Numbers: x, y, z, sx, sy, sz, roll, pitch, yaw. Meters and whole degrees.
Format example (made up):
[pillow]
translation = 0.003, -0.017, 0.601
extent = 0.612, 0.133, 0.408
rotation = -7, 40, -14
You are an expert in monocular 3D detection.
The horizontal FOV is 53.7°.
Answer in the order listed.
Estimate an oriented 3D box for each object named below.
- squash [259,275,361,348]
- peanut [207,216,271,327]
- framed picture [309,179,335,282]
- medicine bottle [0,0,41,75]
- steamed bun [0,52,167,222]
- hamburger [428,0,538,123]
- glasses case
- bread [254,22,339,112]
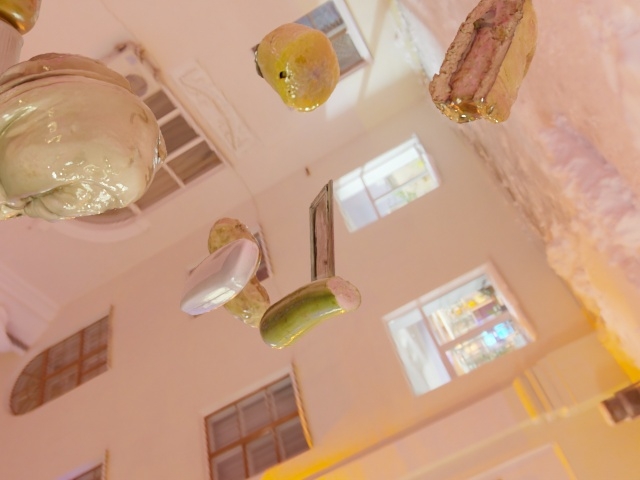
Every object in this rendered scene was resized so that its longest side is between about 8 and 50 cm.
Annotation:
[squash]
translation = -0.027, 0.124, 1.095
extent = 0.083, 0.250, 0.083
rotation = 19, -124, -30
[peanut]
translation = -0.163, 0.064, 1.272
extent = 0.103, 0.098, 0.230
rotation = -3, 100, 68
[framed picture]
translation = 0.000, 0.000, 1.338
extent = 0.274, 0.017, 0.217
rotation = 135, 134, -79
[medicine bottle]
translation = -0.553, -0.414, 0.989
extent = 0.224, 0.224, 0.385
rotation = 27, -110, -74
[steamed bun]
translation = -0.365, -0.146, 0.863
extent = 0.289, 0.276, 0.203
rotation = -142, 34, -64
[hamburger]
translation = 0.278, -0.293, 1.048
extent = 0.124, 0.262, 0.131
rotation = 9, 153, 41
[glasses case]
translation = -0.144, 0.053, 0.881
extent = 0.049, 0.197, 0.076
rotation = 30, -123, -22
[bread]
translation = -0.055, -0.430, 1.561
extent = 0.170, 0.197, 0.197
rotation = 40, 174, 40
